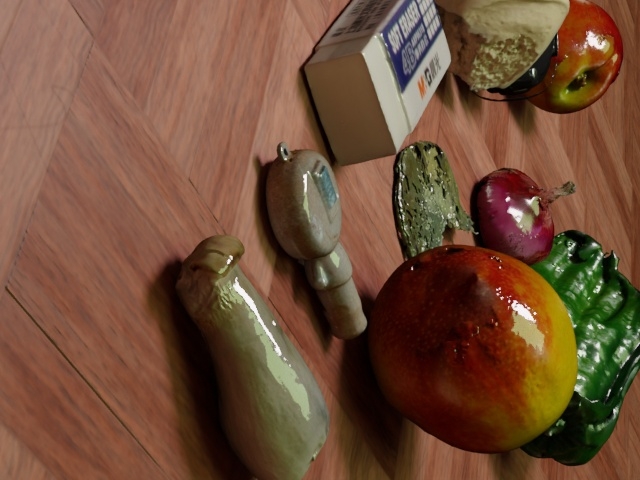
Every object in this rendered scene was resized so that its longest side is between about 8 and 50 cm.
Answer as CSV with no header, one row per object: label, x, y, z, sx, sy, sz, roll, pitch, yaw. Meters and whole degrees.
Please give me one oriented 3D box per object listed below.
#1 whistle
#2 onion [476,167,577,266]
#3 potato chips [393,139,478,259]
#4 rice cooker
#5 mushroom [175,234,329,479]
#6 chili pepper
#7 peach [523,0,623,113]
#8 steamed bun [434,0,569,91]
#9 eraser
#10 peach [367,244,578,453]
whistle,0.000,0.000,1.457,0.107,0.057,0.220,-65,141,-55
onion,0.292,-0.041,2.058,0.150,0.140,0.150,35,45,-45
potato chips,0.141,-0.030,1.842,0.220,0.029,0.202,-51,125,-59
rice cooker,0.260,-0.290,2.084,0.118,0.142,0.203,39,48,-75
mushroom,-0.060,0.106,1.246,0.225,0.093,0.116,59,15,-24
chili pepper,0.341,0.149,2.067,0.167,0.213,0.385,-62,-179,41
peach,0.377,-0.297,2.325,0.197,0.197,0.197,-9,90,-68
steamed bun,0.201,-0.338,1.945,0.170,0.200,0.226,0,58,-27
eraser,0.070,-0.198,1.666,0.279,0.081,0.124,-60,135,-57
peach,0.161,0.114,1.584,0.231,0.231,0.231,-9,90,-68
